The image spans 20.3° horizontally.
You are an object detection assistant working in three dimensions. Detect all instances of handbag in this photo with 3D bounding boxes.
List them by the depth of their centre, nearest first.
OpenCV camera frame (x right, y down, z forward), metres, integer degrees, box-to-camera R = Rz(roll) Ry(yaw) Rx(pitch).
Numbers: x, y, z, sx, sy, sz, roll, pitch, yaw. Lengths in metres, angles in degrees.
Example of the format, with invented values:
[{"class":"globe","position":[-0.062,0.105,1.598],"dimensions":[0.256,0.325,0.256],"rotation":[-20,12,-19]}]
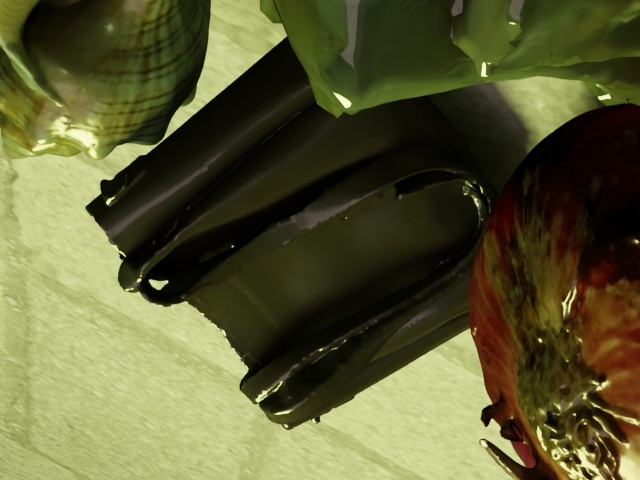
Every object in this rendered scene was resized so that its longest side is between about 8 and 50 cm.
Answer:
[{"class":"handbag","position":[0.000,0.000,1.314],"dimensions":[0.285,0.257,0.113],"rotation":[49,-169,-36]}]

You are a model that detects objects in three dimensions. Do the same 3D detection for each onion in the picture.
[{"class":"onion","position":[0.259,0.066,1.171],"dimensions":[0.347,0.285,0.347],"rotation":[46,144,51]}]

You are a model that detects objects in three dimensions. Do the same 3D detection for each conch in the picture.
[{"class":"conch","position":[-0.160,-0.186,1.238],"dimensions":[0.169,0.203,0.386],"rotation":[59,138,38]}]

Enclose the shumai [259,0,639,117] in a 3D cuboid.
[{"class":"shumai","position":[0.097,-0.176,0.656],"dimensions":[0.395,0.348,0.395],"rotation":[23,131,29]}]
